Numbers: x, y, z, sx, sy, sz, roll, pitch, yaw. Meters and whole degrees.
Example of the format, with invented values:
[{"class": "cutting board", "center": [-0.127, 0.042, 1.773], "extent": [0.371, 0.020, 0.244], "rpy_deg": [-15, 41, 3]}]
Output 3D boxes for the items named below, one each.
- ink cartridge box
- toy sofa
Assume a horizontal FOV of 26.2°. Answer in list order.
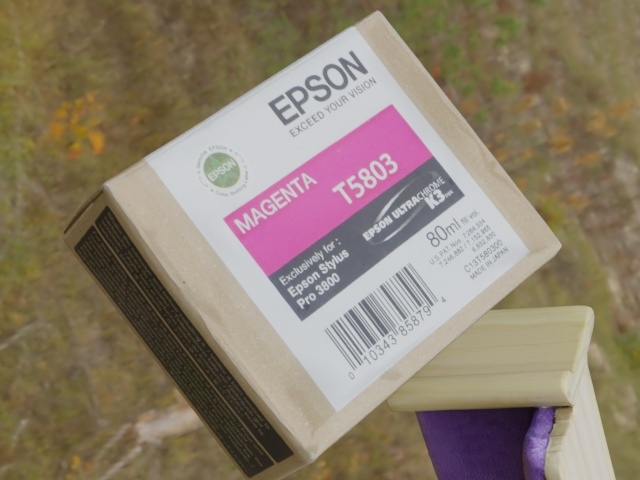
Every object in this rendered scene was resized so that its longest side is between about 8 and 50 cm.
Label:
[{"class": "ink cartridge box", "center": [0.000, 0.000, 0.821], "extent": [0.235, 0.088, 0.193], "rpy_deg": [-37, 89, -32]}, {"class": "toy sofa", "center": [0.175, 0.244, 1.147], "extent": [0.177, 0.150, 0.362], "rpy_deg": [-61, 139, -49]}]
